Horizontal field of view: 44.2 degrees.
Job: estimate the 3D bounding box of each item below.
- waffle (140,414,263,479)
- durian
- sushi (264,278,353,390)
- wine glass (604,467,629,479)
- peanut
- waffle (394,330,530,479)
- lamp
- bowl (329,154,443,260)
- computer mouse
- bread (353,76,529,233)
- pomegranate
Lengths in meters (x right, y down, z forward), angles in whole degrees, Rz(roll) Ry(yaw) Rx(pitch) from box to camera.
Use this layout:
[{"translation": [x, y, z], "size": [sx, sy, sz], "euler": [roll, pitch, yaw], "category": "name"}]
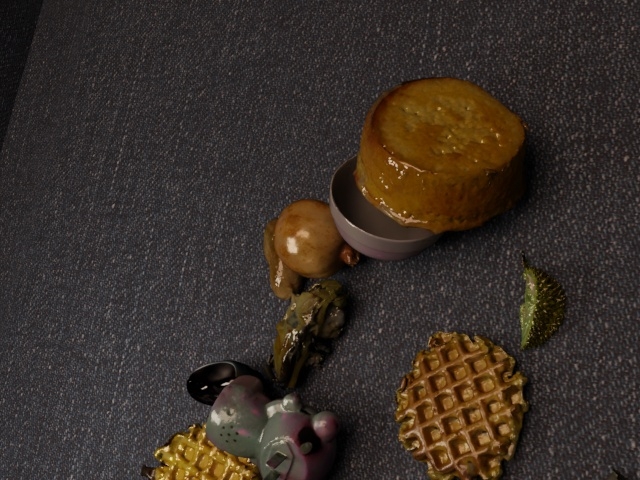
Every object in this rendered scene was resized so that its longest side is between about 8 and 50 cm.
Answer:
[{"translation": [-0.288, 0.635, 1.983], "size": [0.380, 0.095, 0.382], "euler": [-30, 55, 22], "category": "waffle"}, {"translation": [0.452, 0.123, 1.653], "size": [0.100, 0.086, 0.215], "euler": [-9, 69, 48], "category": "durian"}, {"translation": [-0.034, 0.222, 1.944], "size": [0.291, 0.131, 0.139], "euler": [-62, 27, 9], "category": "sushi"}, {"translation": [0.516, 0.525, 1.423], "size": [0.111, 0.111, 0.204], "euler": [36, 97, 39], "category": "wine glass"}, {"translation": [-0.097, 0.048, 2.069], "size": [0.108, 0.095, 0.225], "euler": [135, 130, -56], "category": "peanut"}, {"translation": [0.290, 0.356, 1.682], "size": [0.302, 0.068, 0.324], "euler": [18, 82, 39], "category": "waffle"}, {"translation": [-0.116, 0.459, 1.807], "size": [0.301, 0.247, 0.247], "euler": [24, 107, 16], "category": "lamp"}, {"translation": [0.155, -0.062, 1.850], "size": [0.287, 0.143, 0.287], "euler": [5, 50, -6], "category": "bowl"}, {"translation": [-0.233, 0.363, 2.018], "size": [0.233, 0.137, 0.096], "euler": [-6, 50, 29], "category": "computer mouse"}, {"translation": [0.257, -0.190, 1.744], "size": [0.398, 0.215, 0.398], "euler": [1, 49, -1], "category": "bread"}, {"translation": [-0.014, -0.006, 1.952], "size": [0.207, 0.207, 0.207], "euler": [-14, 65, 32], "category": "pomegranate"}]
